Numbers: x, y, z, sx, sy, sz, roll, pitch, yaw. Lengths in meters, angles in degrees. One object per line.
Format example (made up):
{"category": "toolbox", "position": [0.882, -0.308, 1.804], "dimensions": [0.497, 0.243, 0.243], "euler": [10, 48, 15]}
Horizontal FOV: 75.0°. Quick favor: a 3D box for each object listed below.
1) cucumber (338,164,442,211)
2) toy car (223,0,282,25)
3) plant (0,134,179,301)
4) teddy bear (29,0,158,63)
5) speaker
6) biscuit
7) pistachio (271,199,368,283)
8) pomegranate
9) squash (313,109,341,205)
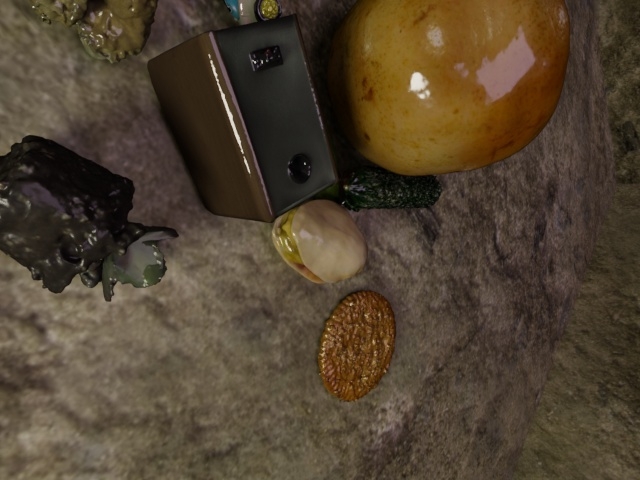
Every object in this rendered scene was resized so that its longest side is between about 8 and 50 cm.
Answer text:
{"category": "cucumber", "position": [0.137, -0.102, 0.851], "dimensions": [0.359, 0.096, 0.097], "euler": [-10, 103, -51]}
{"category": "toy car", "position": [-0.116, -0.366, 0.606], "dimensions": [0.098, 0.126, 0.162], "euler": [-4, 110, -21]}
{"category": "plant", "position": [-0.271, -0.015, 0.475], "dimensions": [0.142, 0.131, 0.203], "euler": [-44, 139, 7]}
{"category": "teddy bear", "position": [-0.279, -0.346, 0.417], "dimensions": [0.255, 0.156, 0.268], "euler": [0, 98, -42]}
{"category": "speaker", "position": [-0.100, -0.161, 0.584], "dimensions": [0.153, 0.192, 0.231], "euler": [-34, 119, -36]}
{"category": "biscuit", "position": [0.091, 0.234, 0.929], "dimensions": [0.253, 0.035, 0.254], "euler": [-7, 100, -43]}
{"category": "pistachio", "position": [0.000, 0.000, 0.756], "dimensions": [0.200, 0.117, 0.145], "euler": [30, 67, -34]}
{"category": "pomegranate", "position": [0.209, -0.310, 0.741], "dimensions": [0.416, 0.416, 0.418], "euler": [-8, 101, -43]}
{"category": "squash", "position": [-0.008, -0.165, 0.757], "dimensions": [0.066, 0.066, 0.252], "euler": [-32, 116, -36]}
